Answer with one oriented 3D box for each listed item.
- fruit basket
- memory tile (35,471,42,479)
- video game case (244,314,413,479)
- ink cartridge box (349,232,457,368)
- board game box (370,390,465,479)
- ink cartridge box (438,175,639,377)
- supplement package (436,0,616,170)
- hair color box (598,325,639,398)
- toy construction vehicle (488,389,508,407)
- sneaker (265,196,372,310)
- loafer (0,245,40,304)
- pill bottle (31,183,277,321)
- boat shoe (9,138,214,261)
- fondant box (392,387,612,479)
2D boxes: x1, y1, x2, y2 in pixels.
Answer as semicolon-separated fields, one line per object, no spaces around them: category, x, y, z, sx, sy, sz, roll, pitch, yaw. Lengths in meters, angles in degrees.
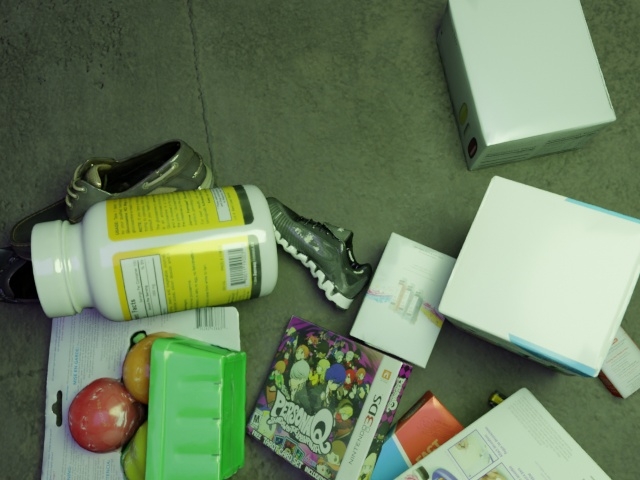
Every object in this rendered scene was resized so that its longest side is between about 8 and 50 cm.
fruit basket;-0.294;0.274;0.876;0.353;0.165;0.327;-4;81;19
memory tile;-0.422;0.439;0.909;0.148;0.012;0.113;41;86;8
video game case;0.005;0.251;0.832;0.232;0.042;0.210;17;80;41
ink cartridge box;0.137;0.098;0.863;0.127;0.128;0.176;24;85;7
board game box;0.201;0.441;0.840;0.242;0.064;0.316;-44;81;-3
ink cartridge box;0.310;0.066;0.765;0.198;0.270;0.197;22;85;23
supplement package;0.331;-0.278;0.897;0.204;0.145;0.261;-12;80;2
hair color box;0.470;0.178;0.871;0.072;0.043;0.141;-35;82;-1
toy construction vehicle;0.305;0.308;0.872;0.098;0.035;0.086;33;74;5
sneaker;0.000;0.000;0.902;0.106;0.078;0.234;-43;85;18
loafer;-0.495;0.062;0.927;0.303;0.095;0.109;6;83;5
pill bottle;-0.248;0.021;0.826;0.334;0.188;0.188;-8;81;-17
boat shoe;-0.364;-0.082;0.905;0.355;0.130;0.132;-24;47;-6
fondant box;0.226;0.393;0.705;0.330;0.096;0.238;-34;43;-2
